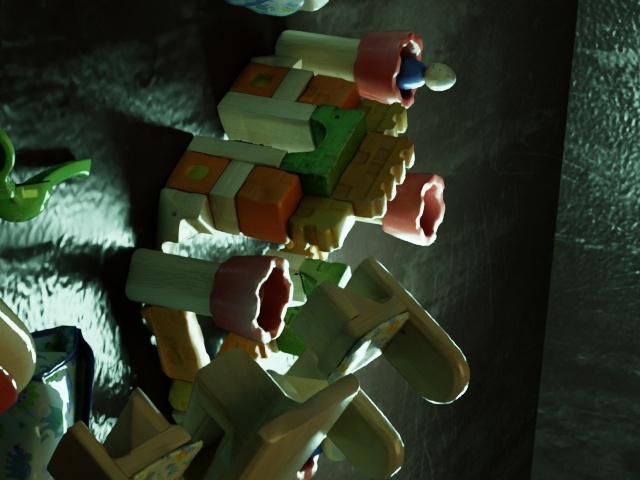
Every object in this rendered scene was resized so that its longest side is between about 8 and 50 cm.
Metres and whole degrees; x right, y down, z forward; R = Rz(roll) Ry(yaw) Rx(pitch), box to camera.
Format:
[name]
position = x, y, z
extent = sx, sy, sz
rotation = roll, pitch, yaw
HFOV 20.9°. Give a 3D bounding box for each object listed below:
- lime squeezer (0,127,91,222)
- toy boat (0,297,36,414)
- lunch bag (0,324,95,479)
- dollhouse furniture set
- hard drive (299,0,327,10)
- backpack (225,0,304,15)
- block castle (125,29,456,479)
[lime squeezer]
position = -0.256, -0.081, 1.417
extent = 0.310, 0.058, 0.110
rotation = 51, 53, -60
[toy boat]
position = -0.315, 0.068, 1.274
extent = 0.151, 0.151, 0.231
rotation = -43, 148, -7
[lunch bag]
position = -0.245, 0.151, 1.501
extent = 0.151, 0.096, 0.129
rotation = -39, 136, -73
[dollhouse furniture set]
position = -0.061, 0.277, 1.518
extent = 0.362, 0.256, 0.394
rotation = -28, 160, -42
[hard drive]
position = 0.013, -0.462, 1.911
extent = 0.233, 0.047, 0.353
rotation = -50, 144, -50
[backpack]
position = -0.059, -0.288, 1.746
extent = 0.084, 0.105, 0.114
rotation = 11, 90, -45
[block castle]
position = 0.000, 0.000, 1.857
extent = 0.303, 0.212, 0.453
rotation = 78, 31, -42
